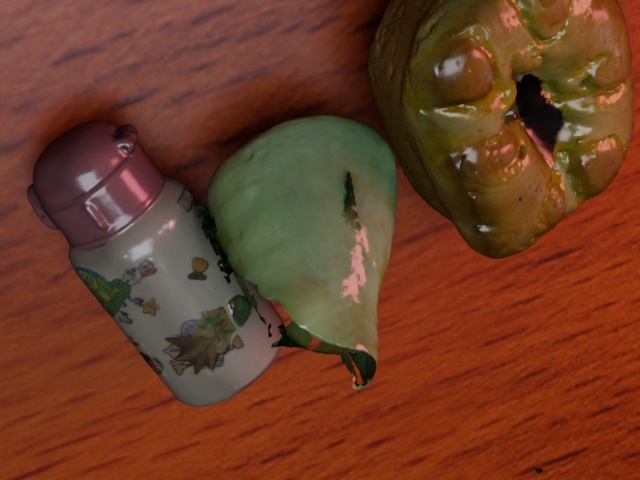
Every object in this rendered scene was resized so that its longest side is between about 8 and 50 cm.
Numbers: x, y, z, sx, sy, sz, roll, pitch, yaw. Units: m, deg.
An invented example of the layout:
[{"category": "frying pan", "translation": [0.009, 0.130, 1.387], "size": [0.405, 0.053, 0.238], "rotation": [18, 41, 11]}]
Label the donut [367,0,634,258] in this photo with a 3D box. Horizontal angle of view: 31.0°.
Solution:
[{"category": "donut", "translation": [0.154, -0.120, 0.952], "size": [0.208, 0.128, 0.261], "rotation": [-34, 131, -15]}]

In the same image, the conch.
[{"category": "conch", "translation": [-0.018, -0.005, 0.923], "size": [0.137, 0.250, 0.143], "rotation": [-23, 126, 37]}]

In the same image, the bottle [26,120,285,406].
[{"category": "bottle", "translation": [-0.140, 0.015, 0.962], "size": [0.120, 0.120, 0.253], "rotation": [-34, 115, 1]}]
